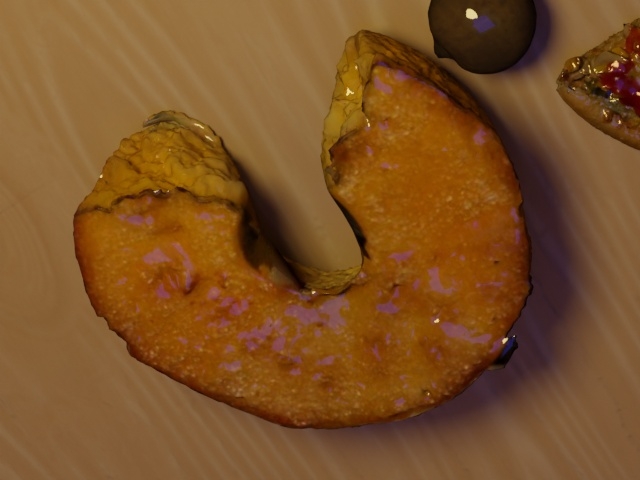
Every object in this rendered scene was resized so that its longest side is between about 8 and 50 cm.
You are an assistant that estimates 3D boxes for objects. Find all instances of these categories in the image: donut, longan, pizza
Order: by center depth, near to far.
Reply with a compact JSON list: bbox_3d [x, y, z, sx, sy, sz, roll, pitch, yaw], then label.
[{"bbox_3d":[0.150,-0.205,1.659,0.113,0.092,0.113,3,140,3],"label":"longan"},{"bbox_3d":[0.336,-0.170,1.668,0.188,0.062,0.198,20,117,-5],"label":"pizza"},{"bbox_3d":[0.000,0.000,1.750,0.435,0.163,0.377,-19,115,14],"label":"donut"}]
